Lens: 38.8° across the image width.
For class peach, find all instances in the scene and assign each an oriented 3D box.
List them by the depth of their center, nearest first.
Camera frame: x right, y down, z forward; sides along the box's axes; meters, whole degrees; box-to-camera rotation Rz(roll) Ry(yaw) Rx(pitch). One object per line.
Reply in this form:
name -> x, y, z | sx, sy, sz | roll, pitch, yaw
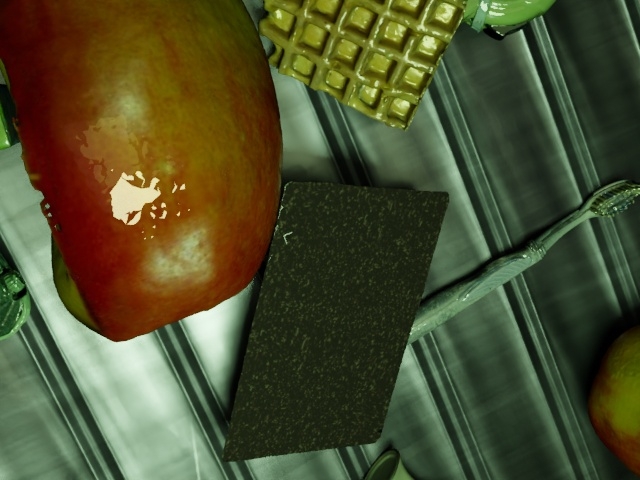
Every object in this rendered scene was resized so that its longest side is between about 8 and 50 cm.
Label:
peach -> -0.159, -0.109, 0.861 | 0.243, 0.306, 0.380 | -9, 95, -3
peach -> 0.433, 0.198, 1.068 | 0.231, 0.231, 0.230 | -2, 99, -11

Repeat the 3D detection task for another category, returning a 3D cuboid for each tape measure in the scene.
tape measure -> 0.194, -0.305, 1.003 | 0.154, 0.087, 0.177 | 25, 96, -1

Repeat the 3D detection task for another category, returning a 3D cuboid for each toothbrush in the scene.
toothbrush -> 0.211, 0.039, 1.089 | 0.413, 0.042, 0.035 | -32, 104, -3

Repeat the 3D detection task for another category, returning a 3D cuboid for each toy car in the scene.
toy car -> -0.378, 0.025, 0.954 | 0.093, 0.058, 0.186 | -36, 92, -4

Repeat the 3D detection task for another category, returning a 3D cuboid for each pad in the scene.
pad -> 0.018, 0.094, 1.002 | 0.220, 0.004, 0.330 | 2, 111, -34

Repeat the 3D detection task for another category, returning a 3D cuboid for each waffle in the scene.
waffle -> 0.031, -0.231, 0.965 | 0.211, 0.055, 0.160 | 25, 117, -2

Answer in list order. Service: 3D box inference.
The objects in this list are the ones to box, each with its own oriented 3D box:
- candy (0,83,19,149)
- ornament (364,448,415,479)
candy -> -0.339, -0.111, 0.870 | 0.097, 0.194, 0.062 | -17, 103, -9
ornament -> 0.126, 0.328, 1.100 | 0.156, 0.081, 0.074 | 40, 52, -13
